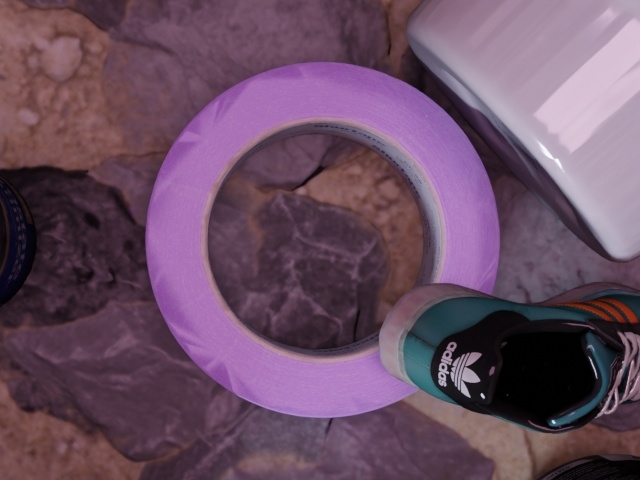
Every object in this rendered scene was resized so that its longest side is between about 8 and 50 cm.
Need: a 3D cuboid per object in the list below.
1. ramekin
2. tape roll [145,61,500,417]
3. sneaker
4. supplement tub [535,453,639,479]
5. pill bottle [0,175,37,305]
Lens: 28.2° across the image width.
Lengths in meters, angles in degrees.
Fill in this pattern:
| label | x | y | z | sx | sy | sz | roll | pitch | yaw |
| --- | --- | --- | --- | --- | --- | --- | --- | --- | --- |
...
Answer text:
| label | x | y | z | sx | sy | sz | roll | pitch | yaw |
| --- | --- | --- | --- | --- | --- | --- | --- | --- | --- |
| ramekin | 0.189 | -0.113 | 0.948 | 0.135 | 0.277 | 0.277 | -41 | 92 | 3 |
| tape roll | 0.000 | 0.000 | 1.018 | 0.274 | 0.090 | 0.275 | 0 | 88 | -5 |
| sneaker | 0.195 | 0.096 | 0.964 | 0.302 | 0.121 | 0.108 | 2 | 106 | -33 |
| supplement tub | 0.236 | 0.266 | 0.904 | 0.207 | 0.338 | 0.207 | 0 | 89 | -5 |
| pill bottle | -0.275 | -0.001 | 0.930 | 0.122 | 0.219 | 0.123 | 0 | 89 | -4 |
